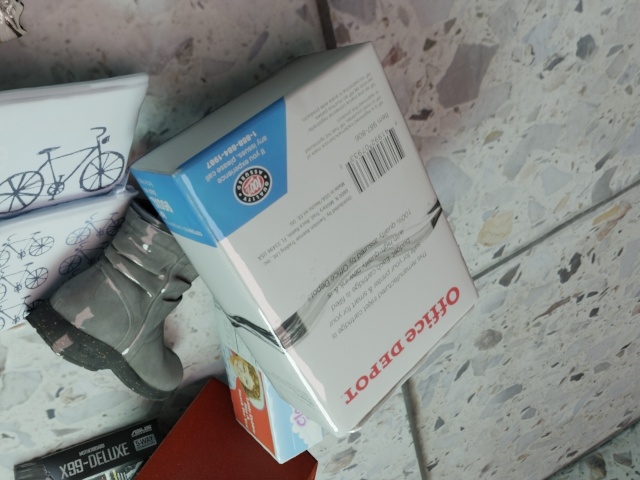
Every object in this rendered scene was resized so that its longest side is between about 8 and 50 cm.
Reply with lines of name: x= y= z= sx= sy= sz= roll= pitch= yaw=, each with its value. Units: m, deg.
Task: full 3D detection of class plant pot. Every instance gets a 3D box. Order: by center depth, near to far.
plant pot: x=-0.152 y=0.448 z=1.066 sx=0.267 sy=0.236 sz=0.267 roll=-52 pitch=157 yaw=-51

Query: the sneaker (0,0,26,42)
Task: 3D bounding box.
sneaker: x=-0.320 y=-0.243 z=0.630 sx=0.037 sy=0.032 sz=0.083 roll=-25 pitch=141 yaw=-32

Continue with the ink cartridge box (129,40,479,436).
ink cartridge box: x=0.000 y=0.000 z=0.797 sx=0.285 sy=0.166 sz=0.394 roll=-39 pitch=117 yaw=-23

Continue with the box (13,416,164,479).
box: x=-0.390 y=0.483 z=1.141 sx=0.243 sy=0.076 sz=0.307 roll=-16 pitch=132 yaw=-21

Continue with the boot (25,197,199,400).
boot: x=-0.223 y=0.095 z=0.884 sx=0.222 sy=0.118 sz=0.338 roll=-48 pitch=158 yaw=-10

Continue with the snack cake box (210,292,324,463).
snack cake box: x=-0.083 y=0.186 z=0.975 sx=0.089 sy=0.152 sz=0.264 roll=-19 pitch=113 yaw=-31

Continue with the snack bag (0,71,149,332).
snack bag: x=-0.325 y=-0.021 z=0.674 sx=0.323 sy=0.037 sz=0.342 roll=-29 pitch=152 yaw=-53
